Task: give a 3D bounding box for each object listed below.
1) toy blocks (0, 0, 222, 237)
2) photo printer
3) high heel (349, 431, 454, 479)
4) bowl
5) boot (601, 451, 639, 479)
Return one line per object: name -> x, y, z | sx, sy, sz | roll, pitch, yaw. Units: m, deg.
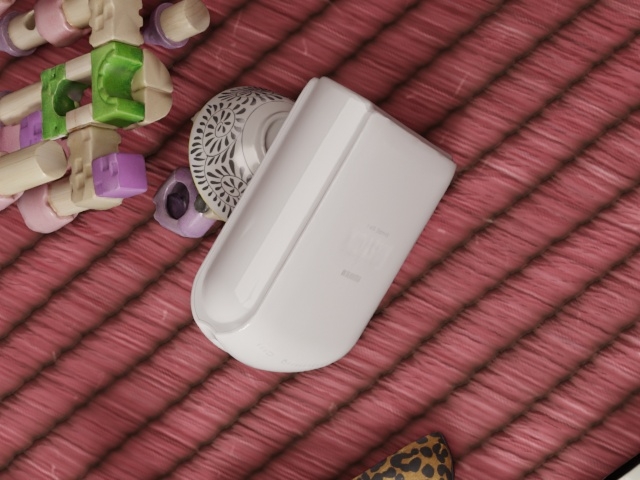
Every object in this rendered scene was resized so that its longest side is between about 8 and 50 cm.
toy blocks -> -0.290, -0.143, 1.710 | 0.260, 0.309, 0.288 | -16, 73, 40
photo printer -> 0.000, 0.000, 1.621 | 0.107, 0.256, 0.307 | 32, 93, 29
high heel -> 0.017, 0.278, 1.716 | 0.261, 0.093, 0.186 | 15, 69, 21
bowl -> -0.053, -0.097, 1.669 | 0.170, 0.080, 0.170 | 6, 78, -31
boot -> 0.391, 0.310, 1.641 | 0.244, 0.088, 0.176 | -36, 86, 3
